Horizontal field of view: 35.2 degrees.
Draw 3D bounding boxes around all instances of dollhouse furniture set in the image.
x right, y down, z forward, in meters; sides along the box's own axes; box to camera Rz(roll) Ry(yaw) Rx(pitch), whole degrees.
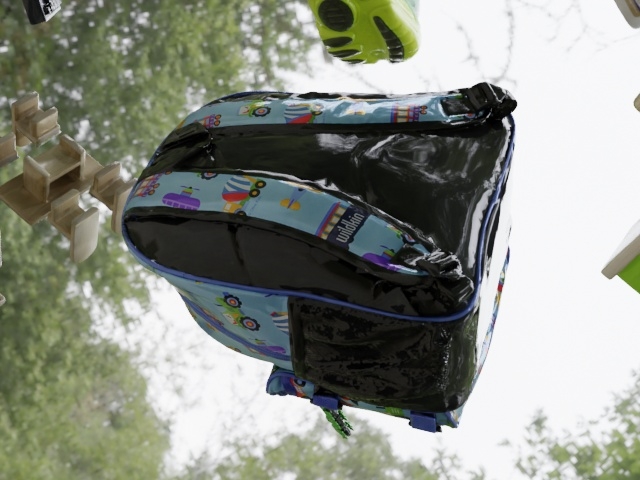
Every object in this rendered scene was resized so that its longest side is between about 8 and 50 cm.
[{"bbox_3d":[-0.400,-0.038,1.360,0.212,0.242,0.161,39,-38,15],"label":"dollhouse furniture set"}]

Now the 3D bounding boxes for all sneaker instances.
[{"bbox_3d":[0.022,-0.244,0.776,0.295,0.109,0.124,69,19,-70],"label":"sneaker"}]

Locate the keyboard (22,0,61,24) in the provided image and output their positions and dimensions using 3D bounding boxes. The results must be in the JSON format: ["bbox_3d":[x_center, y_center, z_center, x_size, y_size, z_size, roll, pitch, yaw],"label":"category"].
[{"bbox_3d":[-0.307,-0.313,1.023,0.023,0.108,0.180,-10,-66,10],"label":"keyboard"}]

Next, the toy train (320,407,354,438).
[{"bbox_3d":[0.016,0.193,1.098,0.023,0.017,0.083,30,-18,32],"label":"toy train"}]

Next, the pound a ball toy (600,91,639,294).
[{"bbox_3d":[0.324,-0.080,0.711,0.208,0.135,0.319,42,-43,10],"label":"pound a ball toy"}]

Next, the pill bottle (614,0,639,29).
[{"bbox_3d":[0.449,-0.352,1.245,0.186,0.112,0.112,-26,-94,25],"label":"pill bottle"}]

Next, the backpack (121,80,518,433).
[{"bbox_3d":[0.000,0.000,0.490,0.173,0.158,0.117,8,-44,15],"label":"backpack"}]
